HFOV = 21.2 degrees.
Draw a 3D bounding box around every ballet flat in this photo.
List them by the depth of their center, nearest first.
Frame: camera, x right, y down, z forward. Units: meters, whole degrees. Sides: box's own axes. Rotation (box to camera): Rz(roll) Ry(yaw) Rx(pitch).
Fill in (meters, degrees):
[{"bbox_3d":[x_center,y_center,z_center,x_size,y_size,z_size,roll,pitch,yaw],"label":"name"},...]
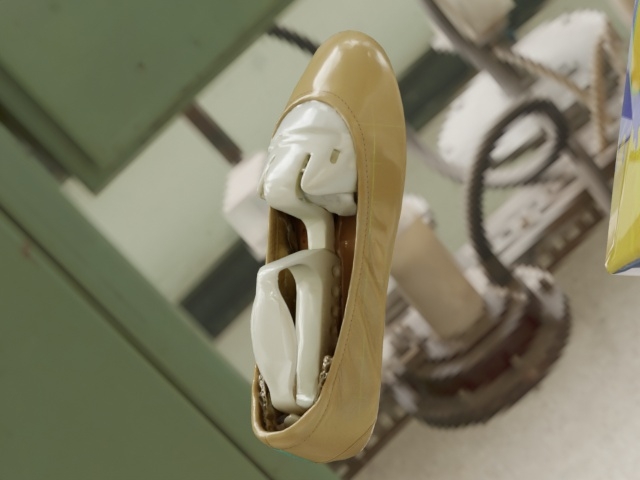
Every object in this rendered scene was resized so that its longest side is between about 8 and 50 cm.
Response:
[{"bbox_3d":[0.000,0.000,0.892,0.080,0.073,0.232,-4,83,40],"label":"ballet flat"}]

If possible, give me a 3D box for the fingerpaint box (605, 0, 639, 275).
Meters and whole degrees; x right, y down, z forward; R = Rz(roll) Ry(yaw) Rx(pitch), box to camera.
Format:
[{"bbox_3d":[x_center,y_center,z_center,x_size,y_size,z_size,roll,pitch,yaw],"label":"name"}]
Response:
[{"bbox_3d":[0.288,-0.057,0.420,0.445,0.371,0.163,82,-164,-84],"label":"fingerpaint box"}]
